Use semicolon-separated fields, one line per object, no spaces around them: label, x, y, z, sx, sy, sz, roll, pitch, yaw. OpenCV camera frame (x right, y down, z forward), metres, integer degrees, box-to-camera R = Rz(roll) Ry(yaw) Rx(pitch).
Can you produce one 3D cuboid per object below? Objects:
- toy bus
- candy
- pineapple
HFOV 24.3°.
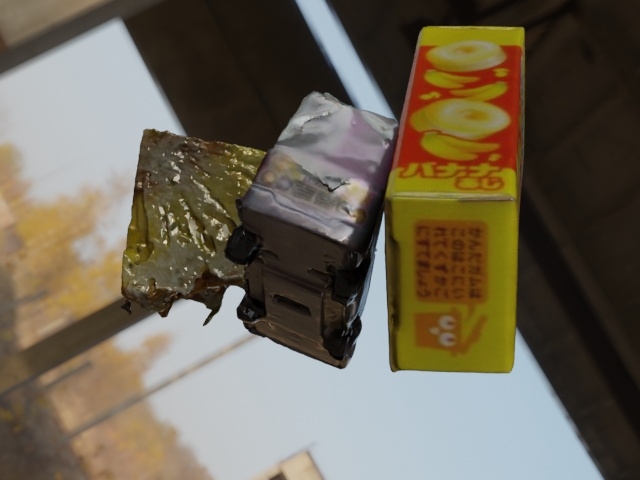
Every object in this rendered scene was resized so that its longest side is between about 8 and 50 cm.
toy bus;0.000;0.000;1.176;0.112;0.138;0.317;23;-20;4
candy;0.101;-0.038;1.069;0.276;0.088;0.146;-75;163;-59
pineapple;-0.108;-0.028;1.439;0.186;0.236;0.114;59;-10;8
